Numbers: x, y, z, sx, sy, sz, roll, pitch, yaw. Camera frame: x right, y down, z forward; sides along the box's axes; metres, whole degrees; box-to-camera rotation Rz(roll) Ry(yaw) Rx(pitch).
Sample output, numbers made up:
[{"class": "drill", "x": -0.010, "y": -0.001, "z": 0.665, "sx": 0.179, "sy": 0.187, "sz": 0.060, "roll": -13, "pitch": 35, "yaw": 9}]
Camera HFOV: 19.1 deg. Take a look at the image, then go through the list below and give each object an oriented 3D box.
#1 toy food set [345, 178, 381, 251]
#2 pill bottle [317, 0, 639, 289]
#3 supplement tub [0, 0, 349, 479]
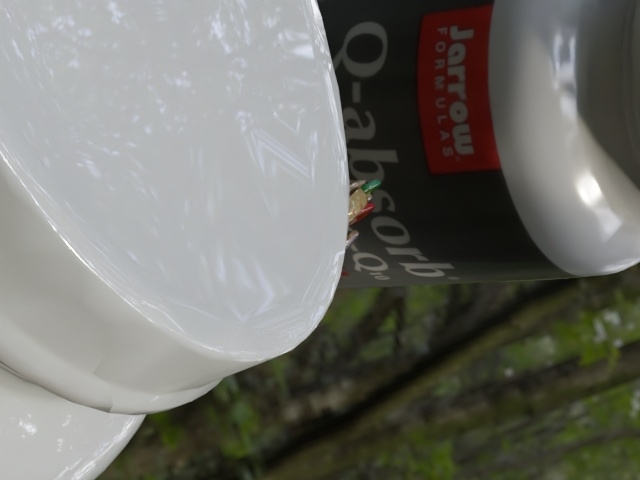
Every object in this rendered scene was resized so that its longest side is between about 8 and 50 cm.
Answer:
[{"class": "toy food set", "x": 0.000, "y": 0.000, "z": 0.967, "sx": 0.020, "sy": 0.083, "sz": 0.082, "roll": 42, "pitch": 19, "yaw": 8}, {"class": "pill bottle", "x": 0.097, "y": -0.079, "z": 1.138, "sx": 0.362, "sy": 0.210, "sz": 0.210, "roll": -4, "pitch": -73, "yaw": 35}, {"class": "supplement tub", "x": -0.175, "y": -0.015, "z": 0.465, "sx": 0.228, "sy": 0.316, "sz": 0.228, "roll": 48, "pitch": 31, "yaw": -41}]
